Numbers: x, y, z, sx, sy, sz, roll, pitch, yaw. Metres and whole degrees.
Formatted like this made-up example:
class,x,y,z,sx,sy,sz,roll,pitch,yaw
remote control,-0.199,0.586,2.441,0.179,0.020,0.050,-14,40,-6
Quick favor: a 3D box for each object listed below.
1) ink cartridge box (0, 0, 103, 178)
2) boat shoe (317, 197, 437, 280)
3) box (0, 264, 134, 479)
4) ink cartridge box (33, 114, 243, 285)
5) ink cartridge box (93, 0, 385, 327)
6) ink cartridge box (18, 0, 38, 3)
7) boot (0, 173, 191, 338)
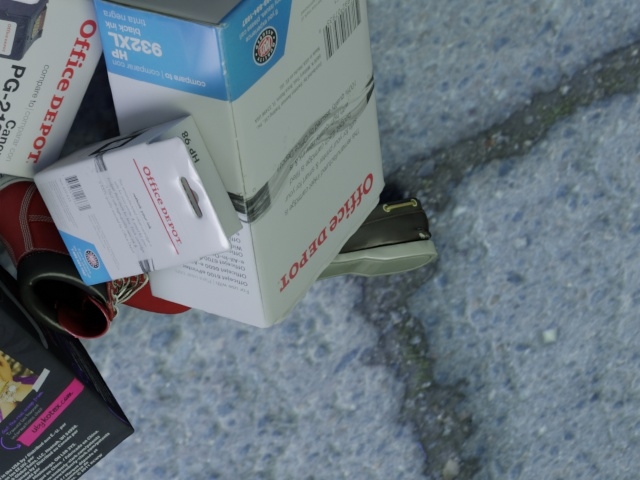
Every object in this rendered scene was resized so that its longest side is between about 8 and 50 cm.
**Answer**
class,x,y,z,sx,sy,sz,roll,pitch,yaw
ink cartridge box,-0.303,-0.158,1.566,0.237,0.100,0.172,9,116,-37
boat shoe,0.000,0.000,1.888,0.228,0.068,0.081,-5,163,-24
box,-0.311,0.099,1.696,0.143,0.165,0.270,-40,132,0
ink cartridge box,-0.134,-0.033,1.566,0.060,0.180,0.104,-37,108,-45
ink cartridge box,-0.059,-0.117,1.664,0.223,0.129,0.307,-50,144,-42
ink cartridge box,-0.280,-0.294,1.386,0.283,0.117,0.207,10,143,-38
boot,-0.181,0.046,1.727,0.244,0.176,0.088,27,112,-41
